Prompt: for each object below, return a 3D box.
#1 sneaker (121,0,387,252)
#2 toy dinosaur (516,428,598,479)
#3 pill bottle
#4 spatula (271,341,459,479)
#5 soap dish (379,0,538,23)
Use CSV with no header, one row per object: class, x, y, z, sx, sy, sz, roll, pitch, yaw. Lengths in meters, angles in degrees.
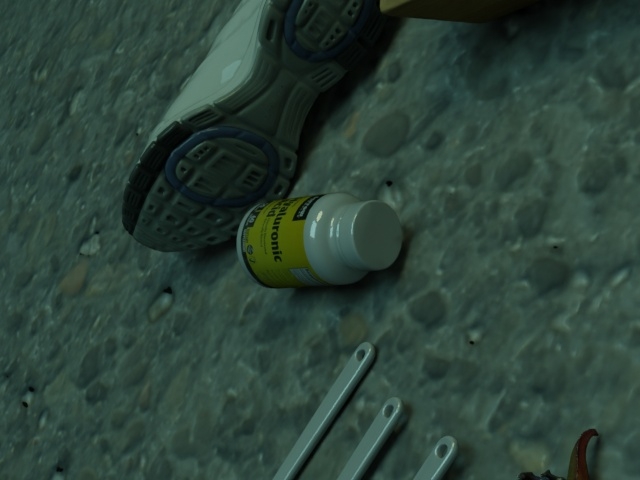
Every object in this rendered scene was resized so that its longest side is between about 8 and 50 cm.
sneaker,-0.055,-0.117,1.023,0.297,0.111,0.129,-51,23,9
toy dinosaur,0.134,0.153,0.668,0.090,0.047,0.082,-47,57,4
pill bottle,0.000,0.000,0.896,0.116,0.065,0.065,-5,64,47
spatula,-0.004,0.196,0.824,0.242,0.019,0.168,-56,32,7
soap dish,0.155,-0.295,0.850,0.229,0.118,0.290,-17,56,43
